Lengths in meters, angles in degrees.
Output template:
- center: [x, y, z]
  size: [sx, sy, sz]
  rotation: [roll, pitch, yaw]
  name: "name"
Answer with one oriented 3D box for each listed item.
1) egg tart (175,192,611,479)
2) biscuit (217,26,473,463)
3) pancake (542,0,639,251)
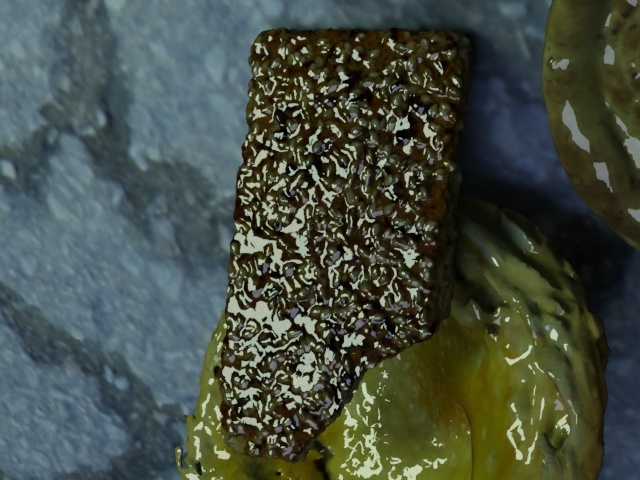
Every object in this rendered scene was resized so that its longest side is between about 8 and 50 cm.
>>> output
- center: [0.048, 0.108, 0.777]
  size: [0.288, 0.288, 0.118]
  rotation: [-9, 166, 40]
  name: "egg tart"
- center: [0.009, 0.006, 0.730]
  size: [0.131, 0.026, 0.237]
  rotation: [6, 91, 31]
  name: "biscuit"
- center: [0.214, -0.073, 0.627]
  size: [0.250, 0.031, 0.250]
  rotation: [18, 134, 19]
  name: "pancake"
